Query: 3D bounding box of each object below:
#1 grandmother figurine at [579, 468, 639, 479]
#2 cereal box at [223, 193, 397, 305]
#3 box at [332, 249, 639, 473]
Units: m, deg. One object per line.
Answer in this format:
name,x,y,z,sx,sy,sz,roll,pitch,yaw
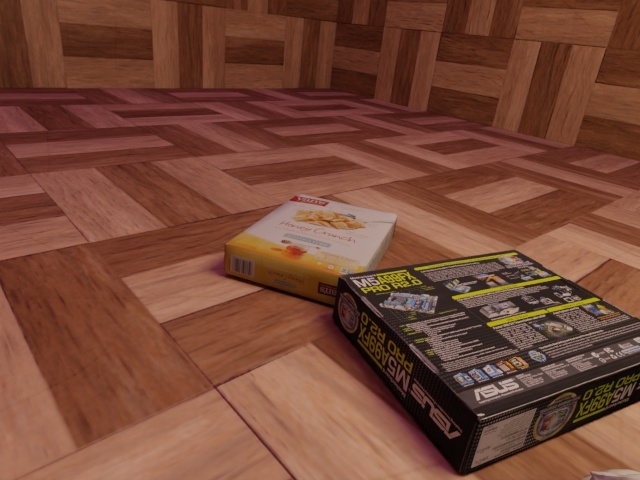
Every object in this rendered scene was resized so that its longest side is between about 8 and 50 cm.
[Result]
grandmother figurine,0.097,0.202,0.183,0.342,0.104,0.208,-13,56,-42
cereal box,0.000,0.000,0.640,0.172,0.048,0.240,14,26,15
box,0.181,0.093,0.470,0.269,0.060,0.216,-6,27,-26
